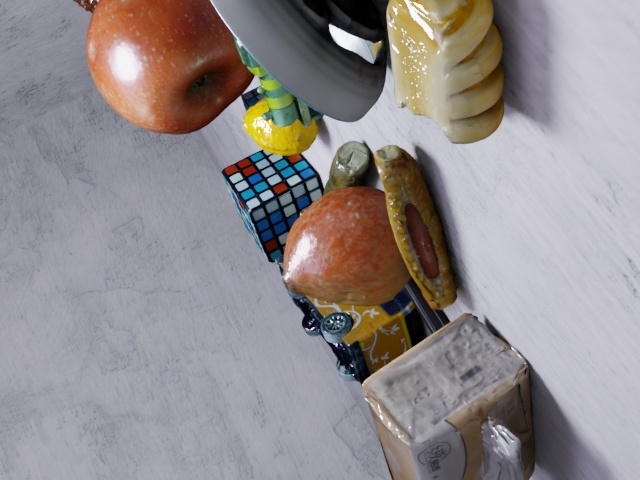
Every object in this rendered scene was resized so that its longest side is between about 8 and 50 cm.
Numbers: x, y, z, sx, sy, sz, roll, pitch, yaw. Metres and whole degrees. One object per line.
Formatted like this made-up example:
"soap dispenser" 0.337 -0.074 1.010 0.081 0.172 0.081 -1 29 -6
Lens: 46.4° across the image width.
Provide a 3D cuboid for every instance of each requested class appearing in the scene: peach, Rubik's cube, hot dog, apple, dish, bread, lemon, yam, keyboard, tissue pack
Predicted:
"peach" 0.041 0.023 1.224 0.233 0.232 0.232 59 170 17
"Rubik's cube" -0.097 -0.261 1.537 0.092 0.092 0.092 55 168 36
"hot dog" 0.142 -0.013 1.074 0.083 0.068 0.289 -93 -19 -52
"apple" -0.280 -0.373 1.454 0.277 0.348 0.348 50 167 22
"Rubik's cube" -0.099 -0.096 1.747 0.187 0.182 0.184 52 167 42
"dish" 0.004 -0.281 0.847 0.273 0.133 0.273 37 -148 -28
"bread" 0.119 -0.169 0.693 0.119 0.084 0.177 52 165 40
"lemon" -0.076 -0.219 1.424 0.155 0.114 0.114 10 145 19
"yam" 0.042 -0.099 1.351 0.067 0.071 0.317 24 165 3
"keyboard" 0.152 0.056 1.349 0.310 0.018 0.101 59 168 16
"tissue pack" 0.222 0.308 1.110 0.238 0.238 0.306 52 166 45

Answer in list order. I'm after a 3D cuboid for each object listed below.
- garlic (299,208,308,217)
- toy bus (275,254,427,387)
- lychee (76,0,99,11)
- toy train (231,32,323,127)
"garlic" 0.010 -0.002 1.681 0.087 0.101 0.196 25 140 33
"toy bus" 0.058 0.129 1.526 0.323 0.194 0.162 47 163 46
"lychee" -0.544 -0.733 1.964 0.330 0.306 0.306 24 152 26
"toy train" -0.053 -0.267 1.181 0.083 0.132 0.200 52 164 49
